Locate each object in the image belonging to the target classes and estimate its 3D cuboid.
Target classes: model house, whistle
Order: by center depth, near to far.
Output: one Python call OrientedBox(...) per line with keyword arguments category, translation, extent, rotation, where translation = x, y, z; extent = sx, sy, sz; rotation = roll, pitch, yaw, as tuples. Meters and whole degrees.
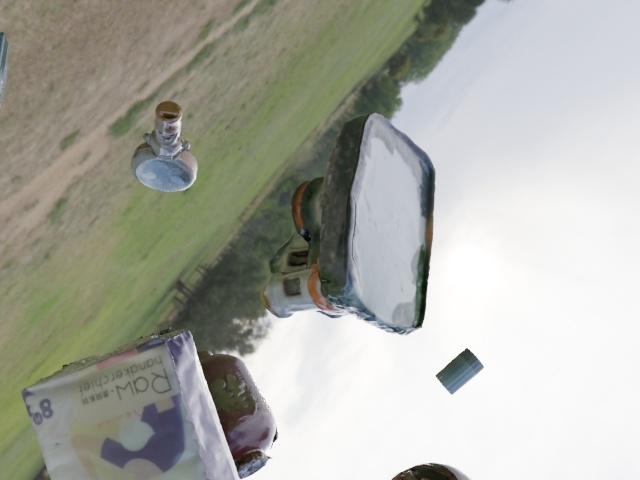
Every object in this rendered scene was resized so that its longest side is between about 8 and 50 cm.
OrientedBox(category="model house", translation=(0.000, 0.000, 0.873), extent=(0.301, 0.190, 0.271), rotation=(-16, -121, 44))
OrientedBox(category="whistle", translation=(-0.246, -0.143, 0.967), extent=(0.220, 0.107, 0.057), rotation=(120, -23, -60))

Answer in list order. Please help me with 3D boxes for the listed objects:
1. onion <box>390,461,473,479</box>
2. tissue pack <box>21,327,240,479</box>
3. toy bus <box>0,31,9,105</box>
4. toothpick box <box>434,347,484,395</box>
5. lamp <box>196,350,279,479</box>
OrientedBox(category="onion", translation=(0.246, 0.556, 1.187), extent=(0.195, 0.272, 0.272), rotation=(-53, -177, 39))
OrientedBox(category="tissue pack", translation=(-0.253, 0.319, 0.872), extent=(0.242, 0.344, 0.125), rotation=(-21, 178, 10))
OrientedBox(category="toy bus", translation=(-0.732, -0.340, 1.126), extent=(0.167, 0.275, 0.139), rotation=(-21, -118, 56))
OrientedBox(category="toothpick box", translation=(0.267, 0.252, 1.170), extent=(0.083, 0.052, 0.052), rotation=(-40, -174, -3))
OrientedBox(category="lamp", translation=(-0.182, 0.319, 1.143), extent=(0.180, 0.258, 0.180), rotation=(-25, 147, -17))
